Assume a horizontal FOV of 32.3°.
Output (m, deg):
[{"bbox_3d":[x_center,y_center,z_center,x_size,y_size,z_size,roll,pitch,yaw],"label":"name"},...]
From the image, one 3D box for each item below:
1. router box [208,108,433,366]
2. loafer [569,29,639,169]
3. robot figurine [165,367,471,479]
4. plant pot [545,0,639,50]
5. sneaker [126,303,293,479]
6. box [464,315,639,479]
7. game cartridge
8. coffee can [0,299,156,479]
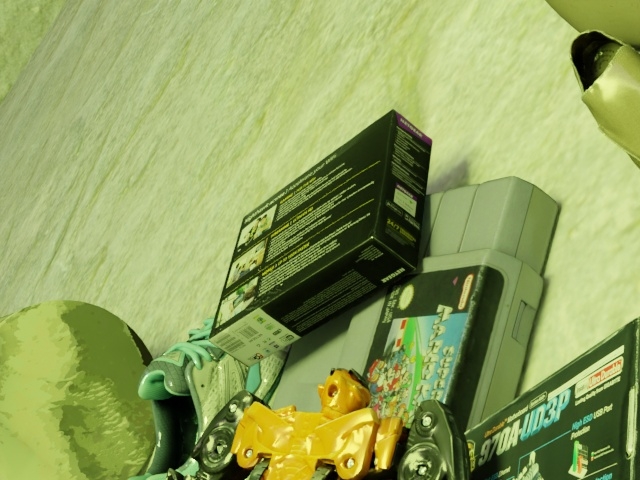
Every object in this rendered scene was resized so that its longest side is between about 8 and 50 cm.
[{"bbox_3d":[0.000,0.000,0.814,0.179,0.046,0.133,-33,32,37],"label":"router box"},{"bbox_3d":[0.188,-0.084,0.672,0.056,0.050,0.148,-54,28,18],"label":"loafer"},{"bbox_3d":[-0.016,0.208,0.565,0.211,0.085,0.291,-3,60,40],"label":"robot figurine"},{"bbox_3d":[0.193,-0.290,0.699,0.284,0.191,0.284,-42,34,37],"label":"plant pot"},{"bbox_3d":[-0.072,0.103,0.882,0.110,0.122,0.283,-26,44,51],"label":"sneaker"},{"bbox_3d":[0.109,0.155,0.514,0.220,0.051,0.175,123,161,-60],"label":"box"},{"bbox_3d":[0.030,0.133,0.748,0.230,0.068,0.355,-17,51,60],"label":"game cartridge"},{"bbox_3d":[-0.314,0.178,1.156,0.275,0.201,0.201,-16,52,55],"label":"coffee can"}]
